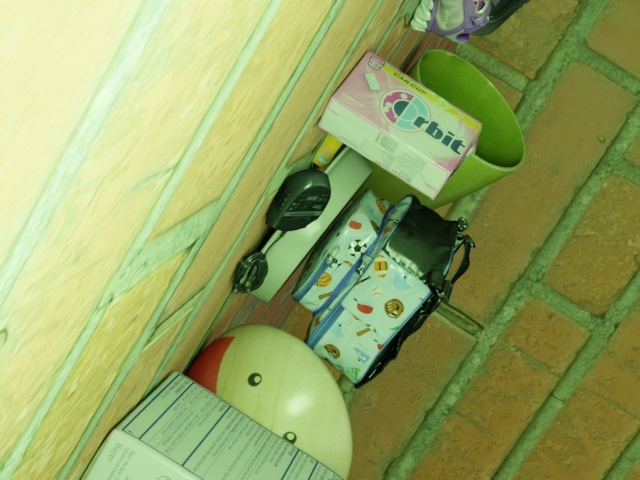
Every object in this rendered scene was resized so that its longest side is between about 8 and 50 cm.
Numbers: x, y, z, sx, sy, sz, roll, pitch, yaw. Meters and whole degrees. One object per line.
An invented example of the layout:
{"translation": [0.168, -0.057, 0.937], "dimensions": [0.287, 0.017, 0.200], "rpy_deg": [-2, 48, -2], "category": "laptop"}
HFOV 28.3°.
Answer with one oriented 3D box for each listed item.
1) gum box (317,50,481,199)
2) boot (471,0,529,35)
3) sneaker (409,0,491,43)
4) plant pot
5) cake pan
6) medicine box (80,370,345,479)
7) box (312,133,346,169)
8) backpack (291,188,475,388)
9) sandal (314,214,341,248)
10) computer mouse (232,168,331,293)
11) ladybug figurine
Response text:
{"translation": [0.107, -0.145, 1.622], "dimensions": [0.107, 0.188, 0.062], "rpy_deg": [-54, 176, -37], "category": "gum box"}
{"translation": [0.383, -0.594, 2.102], "dimensions": [0.367, 0.146, 0.445], "rpy_deg": [-57, 173, -42], "category": "boot"}
{"translation": [0.209, -0.362, 1.866], "dimensions": [0.095, 0.104, 0.236], "rpy_deg": [-55, 175, -18], "category": "sneaker"}
{"translation": [0.190, -0.164, 2.409], "dimensions": [0.293, 0.275, 0.275], "rpy_deg": [-41, -173, 34], "category": "plant pot"}
{"translation": [-0.019, -0.022, 1.872], "dimensions": [0.293, 0.054, 0.293], "rpy_deg": [-52, 179, -1], "category": "cake pan"}
{"translation": [-0.138, 0.331, 1.616], "dimensions": [0.149, 0.289, 0.263], "rpy_deg": [-58, 177, 14], "category": "medicine box"}
{"translation": [0.033, -0.160, 1.831], "dimensions": [0.136, 0.028, 0.081], "rpy_deg": [-61, 175, 27], "category": "box"}
{"translation": [0.076, 0.071, 1.860], "dimensions": [0.263, 0.213, 0.276], "rpy_deg": [-61, 174, 21], "category": "backpack"}
{"translation": [0.001, -0.001, 2.427], "dimensions": [0.240, 0.079, 0.088], "rpy_deg": [-58, 177, 13], "category": "sandal"}
{"translation": [-0.059, -0.014, 1.697], "dimensions": [0.071, 0.041, 0.242], "rpy_deg": [-1, 141, -40], "category": "computer mouse"}
{"translation": [-0.114, 0.298, 1.906], "dimensions": [0.162, 0.305, 0.449], "rpy_deg": [-27, 165, -33], "category": "ladybug figurine"}
